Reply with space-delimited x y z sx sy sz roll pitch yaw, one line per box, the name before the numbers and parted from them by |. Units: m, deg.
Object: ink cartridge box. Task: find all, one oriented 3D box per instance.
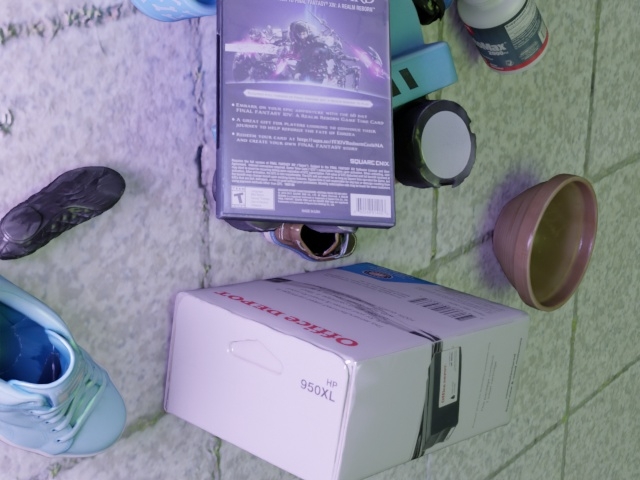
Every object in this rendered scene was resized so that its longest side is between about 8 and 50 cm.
ink cartridge box | 0.039 0.154 1.519 0.394 0.285 0.166 -7 109 -50

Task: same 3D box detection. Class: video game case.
video game case | -0.015 -0.153 1.269 0.196 0.026 0.274 3 78 -20

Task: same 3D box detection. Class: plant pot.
plant pot | 0.371 -0.005 2.032 0.237 0.109 0.237 -22 119 -46

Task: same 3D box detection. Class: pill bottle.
pill bottle | 0.264 -0.340 1.766 0.108 0.108 0.180 -61 141 -16

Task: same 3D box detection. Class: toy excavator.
toy excavator | 0.037 -0.272 1.426 0.432 0.222 0.445 -26 107 -32

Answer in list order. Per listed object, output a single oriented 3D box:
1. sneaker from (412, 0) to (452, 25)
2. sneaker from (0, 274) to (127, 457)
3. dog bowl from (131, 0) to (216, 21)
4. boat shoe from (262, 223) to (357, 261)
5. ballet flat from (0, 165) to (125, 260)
sneaker | 0.159 -0.351 1.601 0.085 0.058 0.152 -52 171 -30
sneaker | -0.290 0.143 1.204 0.135 0.150 0.366 -61 142 -15
dog bowl | -0.112 -0.378 1.296 0.166 0.074 0.297 32 77 -52
boat shoe | 0.000 0.000 1.591 0.183 0.066 0.066 10 96 -53
ballet flat | -0.276 -0.033 1.254 0.173 0.049 0.057 -33 85 -42
